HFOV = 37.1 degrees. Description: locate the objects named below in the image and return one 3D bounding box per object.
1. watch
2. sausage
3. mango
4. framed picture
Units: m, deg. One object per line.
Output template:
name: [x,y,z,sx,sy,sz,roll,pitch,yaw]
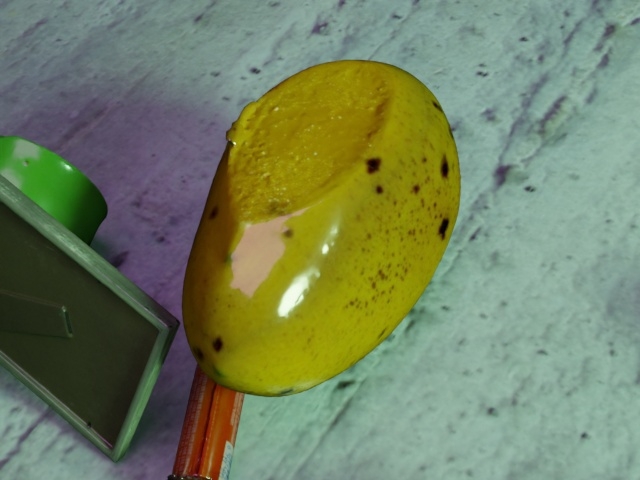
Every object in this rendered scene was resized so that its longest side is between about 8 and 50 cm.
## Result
watch: [-0.259,-0.029,0.804,0.152,0.165,0.131,22,62,-2]
sausage: [-0.080,0.120,0.709,0.050,0.048,0.145,16,52,-10]
mango: [0.000,0.000,0.701,0.160,0.191,0.290,15,49,26]
framed picture: [-0.200,0.052,0.695,0.203,0.150,0.015,36,35,15]
